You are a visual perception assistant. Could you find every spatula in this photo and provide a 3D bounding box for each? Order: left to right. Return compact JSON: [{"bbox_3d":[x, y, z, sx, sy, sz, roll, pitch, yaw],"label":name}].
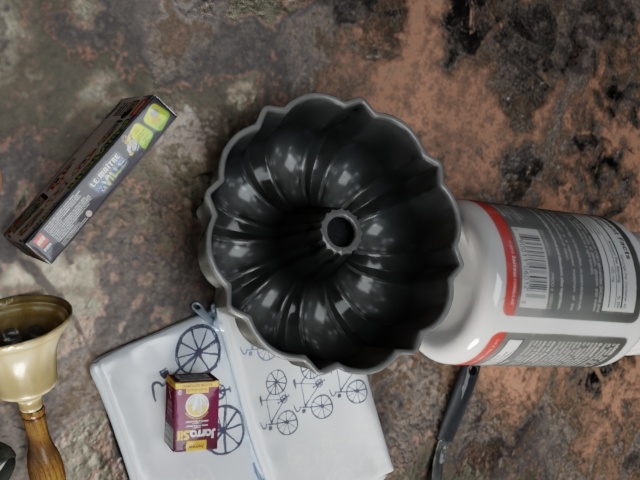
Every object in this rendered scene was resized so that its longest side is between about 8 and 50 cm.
[{"bbox_3d":[0.167,0.301,1.398,0.084,0.030,0.296,17,87,-26],"label":"spatula"}]

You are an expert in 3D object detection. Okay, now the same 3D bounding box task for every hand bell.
[{"bbox_3d":[-0.313,0.193,1.104,0.126,0.126,0.242,-16,114,-26],"label":"hand bell"}]

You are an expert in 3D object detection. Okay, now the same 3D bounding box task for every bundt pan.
[{"bbox_3d":[0.000,0.000,1.202,0.331,0.124,0.330,5,78,-24],"label":"bundt pan"}]

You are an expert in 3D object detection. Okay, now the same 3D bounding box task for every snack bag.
[{"bbox_3d":[-0.088,0.222,1.251,0.343,0.037,0.323,-21,105,-25],"label":"snack bag"}]

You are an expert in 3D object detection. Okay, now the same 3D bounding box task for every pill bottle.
[{"bbox_3d":[0.304,0.064,1.348,0.363,0.210,0.210,6,92,-29],"label":"pill bottle"}]

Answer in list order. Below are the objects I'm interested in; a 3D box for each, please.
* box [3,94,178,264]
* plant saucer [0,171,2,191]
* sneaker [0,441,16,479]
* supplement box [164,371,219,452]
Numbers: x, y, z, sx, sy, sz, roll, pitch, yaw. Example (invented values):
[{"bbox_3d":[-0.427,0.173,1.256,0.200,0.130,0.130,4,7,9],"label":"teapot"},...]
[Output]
[{"bbox_3d":[-0.249,-0.068,1.092,0.036,0.114,0.207,44,75,-25],"label":"box"},{"bbox_3d":[-0.381,-0.063,1.078,0.083,0.013,0.083,-3,97,-28],"label":"plant saucer"},{"bbox_3d":[-0.404,0.332,1.067,0.108,0.100,0.271,39,80,-40],"label":"sneaker"},{"bbox_3d":[-0.149,0.198,1.175,0.055,0.043,0.083,-1,97,-23],"label":"supplement box"}]
